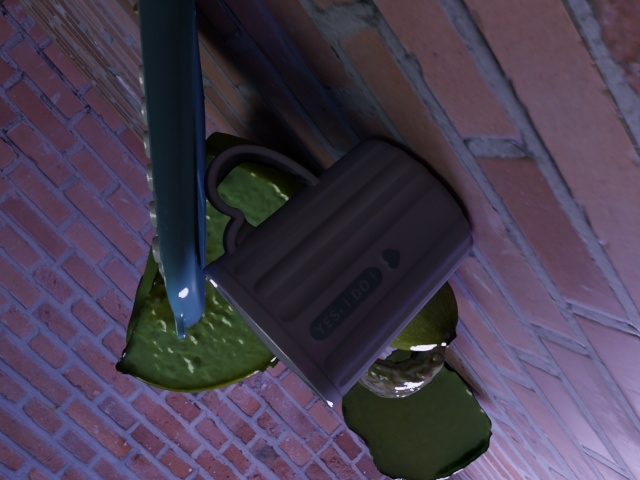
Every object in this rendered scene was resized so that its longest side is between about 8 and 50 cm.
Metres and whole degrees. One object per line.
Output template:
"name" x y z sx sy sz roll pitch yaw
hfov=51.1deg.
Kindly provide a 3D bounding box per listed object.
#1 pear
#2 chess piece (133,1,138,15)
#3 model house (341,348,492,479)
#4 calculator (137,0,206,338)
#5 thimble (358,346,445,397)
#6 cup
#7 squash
"pear" -0.121 0.021 0.964 0.238 0.343 0.318 23 -165 -10
"chess piece" -0.197 -0.267 0.855 0.035 0.035 0.092 36 168 45
"model house" 0.160 0.298 1.141 0.214 0.195 0.189 47 177 11
"calculator" -0.142 -0.096 0.659 0.256 0.054 0.387 113 154 -72
"thimble" 0.083 0.116 0.897 0.191 0.137 0.143 59 175 18
"cup" 0.010 0.008 0.595 0.167 0.202 0.221 35 164 46
"squash" 0.075 0.056 0.753 0.186 0.123 0.123 41 168 33
